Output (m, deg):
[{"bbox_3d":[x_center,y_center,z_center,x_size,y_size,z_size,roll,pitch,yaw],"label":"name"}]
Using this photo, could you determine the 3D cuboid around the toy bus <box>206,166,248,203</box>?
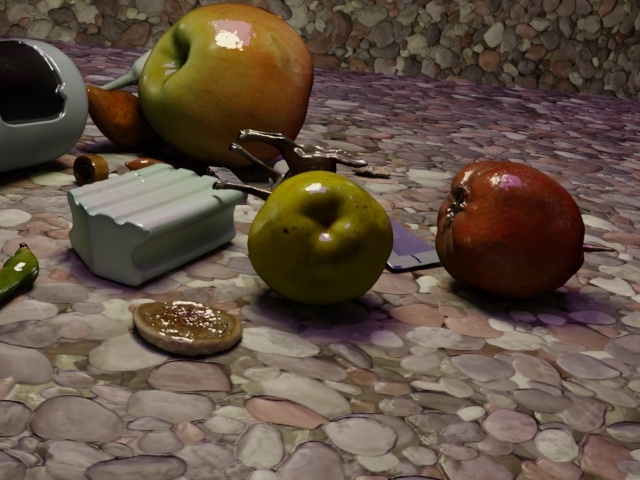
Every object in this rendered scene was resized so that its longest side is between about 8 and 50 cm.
[{"bbox_3d":[-0.172,-0.102,1.756,0.052,0.037,0.130,2,20,-25],"label":"toy bus"}]

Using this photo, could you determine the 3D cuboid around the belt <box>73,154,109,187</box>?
[{"bbox_3d":[-0.402,-0.120,1.680,0.036,0.059,0.083,-6,11,-39],"label":"belt"}]

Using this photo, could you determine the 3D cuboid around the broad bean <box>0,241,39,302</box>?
[{"bbox_3d":[-0.401,0.056,1.155,0.052,0.053,0.256,-27,9,16],"label":"broad bean"}]

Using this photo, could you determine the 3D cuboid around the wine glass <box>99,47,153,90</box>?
[{"bbox_3d":[-0.425,-0.364,2.116,0.309,0.096,0.264,-26,19,-14],"label":"wine glass"}]

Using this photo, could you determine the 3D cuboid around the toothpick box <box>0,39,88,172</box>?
[{"bbox_3d":[-0.574,-0.229,1.690,0.263,0.263,0.354,15,19,22],"label":"toothpick box"}]

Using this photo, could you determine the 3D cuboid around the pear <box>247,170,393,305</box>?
[{"bbox_3d":[0.001,0.001,1.287,0.198,0.198,0.198,7,18,-2],"label":"pear"}]

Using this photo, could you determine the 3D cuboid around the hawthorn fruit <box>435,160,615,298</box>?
[{"bbox_3d":[0.307,-0.006,1.426,0.262,0.211,0.210,18,16,-13],"label":"hawthorn fruit"}]

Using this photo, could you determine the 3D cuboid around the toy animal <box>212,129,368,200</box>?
[{"bbox_3d":[-0.023,-0.066,1.411,0.259,0.087,0.243,23,-21,-11],"label":"toy animal"}]

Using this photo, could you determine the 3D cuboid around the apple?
[{"bbox_3d":[-0.192,-0.314,1.907,0.305,0.339,0.338,20,11,-28],"label":"apple"}]

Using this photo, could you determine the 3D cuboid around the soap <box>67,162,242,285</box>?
[{"bbox_3d":[-0.250,-0.030,1.409,0.172,0.095,0.289,16,20,20],"label":"soap"}]

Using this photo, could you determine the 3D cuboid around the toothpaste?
[{"bbox_3d":[0.048,-0.044,1.623,0.125,0.080,0.371,-7,28,-40],"label":"toothpaste"}]

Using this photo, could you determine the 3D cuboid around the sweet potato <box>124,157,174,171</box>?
[{"bbox_3d":[-0.323,-0.139,1.812,0.095,0.034,0.034,0,19,-20],"label":"sweet potato"}]

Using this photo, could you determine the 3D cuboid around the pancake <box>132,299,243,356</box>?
[{"bbox_3d":[-0.160,0.102,1.159,0.139,0.022,0.139,8,18,-3],"label":"pancake"}]

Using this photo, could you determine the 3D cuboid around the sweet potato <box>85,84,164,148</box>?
[{"bbox_3d":[-0.399,-0.247,1.971,0.112,0.112,0.359,16,-4,24],"label":"sweet potato"}]

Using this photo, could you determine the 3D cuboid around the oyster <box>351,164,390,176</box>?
[{"bbox_3d":[0.106,-0.147,2.042,0.083,0.019,0.054,3,20,-21],"label":"oyster"}]
